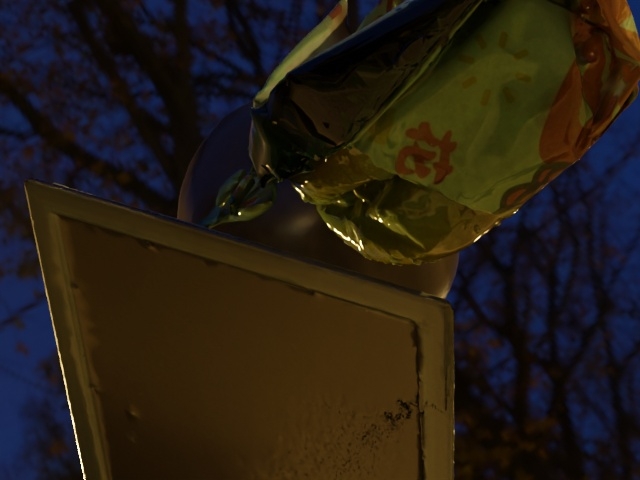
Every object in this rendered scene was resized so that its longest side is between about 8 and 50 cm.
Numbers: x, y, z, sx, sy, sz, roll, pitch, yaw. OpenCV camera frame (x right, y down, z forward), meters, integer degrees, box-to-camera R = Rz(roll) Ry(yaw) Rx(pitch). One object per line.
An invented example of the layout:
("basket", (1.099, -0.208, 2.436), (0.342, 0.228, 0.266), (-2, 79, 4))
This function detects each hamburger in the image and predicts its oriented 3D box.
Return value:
("hamburger", (0.041, -0.062, 0.803), (0.235, 0.125, 0.214), (-45, 7, -4))

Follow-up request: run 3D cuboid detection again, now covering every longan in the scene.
("longan", (0.000, 0.000, 1.105), (0.198, 0.212, 0.198), (-25, -58, -47))

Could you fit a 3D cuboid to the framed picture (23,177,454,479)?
("framed picture", (-0.032, 0.110, 0.827), (0.019, 0.232, 0.296), (-49, -33, -43))
